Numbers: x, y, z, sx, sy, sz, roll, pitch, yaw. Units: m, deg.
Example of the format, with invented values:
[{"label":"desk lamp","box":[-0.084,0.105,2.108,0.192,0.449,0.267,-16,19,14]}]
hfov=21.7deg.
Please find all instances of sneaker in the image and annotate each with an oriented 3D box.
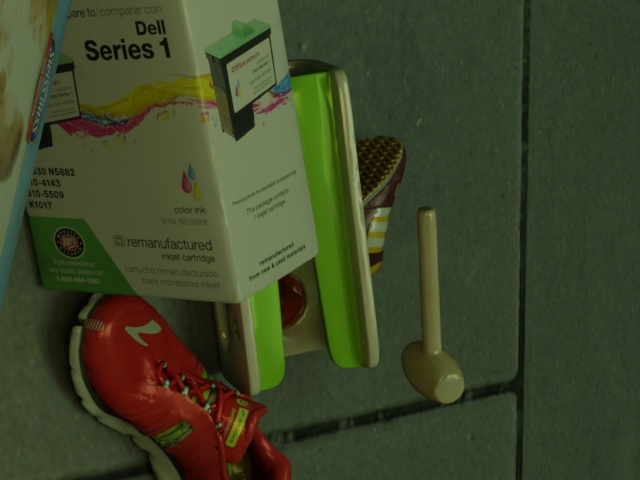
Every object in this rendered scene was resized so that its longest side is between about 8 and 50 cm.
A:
[{"label":"sneaker","box":[-0.105,0.133,1.391,0.279,0.118,0.107,55,49,-42]},{"label":"sneaker","box":[0.036,-0.017,1.641,0.185,0.070,0.084,-60,146,-25]}]

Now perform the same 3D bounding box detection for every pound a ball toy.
[{"label":"pound a ball toy","box":[0.000,0.000,1.491,0.208,0.136,0.319,-12,105,-18]}]

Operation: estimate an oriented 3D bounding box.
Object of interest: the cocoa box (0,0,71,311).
[{"label":"cocoa box","box":[-0.296,-0.085,0.944,0.231,0.228,0.347,57,43,-75]}]

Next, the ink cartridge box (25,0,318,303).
[{"label":"ink cartridge box","box":[-0.131,-0.105,1.262,0.117,0.201,0.278,-31,118,-51]}]
